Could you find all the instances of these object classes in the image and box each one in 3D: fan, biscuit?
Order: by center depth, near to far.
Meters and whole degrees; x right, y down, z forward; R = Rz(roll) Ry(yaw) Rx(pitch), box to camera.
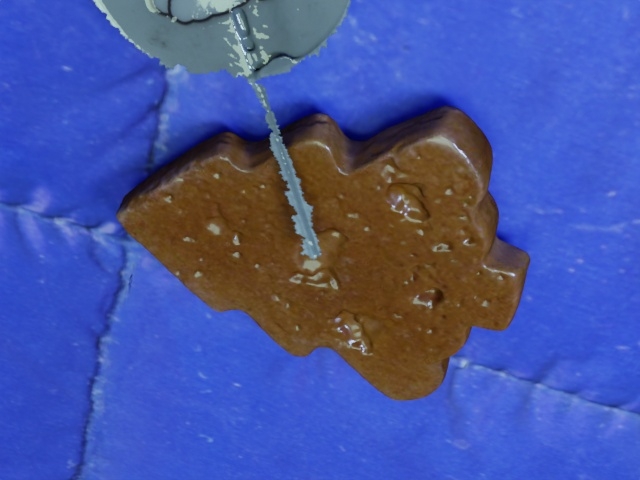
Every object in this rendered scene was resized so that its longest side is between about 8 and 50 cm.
[{"bbox_3d":[-0.048,-0.126,0.762,0.191,0.009,0.329,-8,119,23],"label":"fan"},{"bbox_3d":[0.000,0.000,0.877,0.306,0.043,0.284,13,134,5],"label":"biscuit"}]
